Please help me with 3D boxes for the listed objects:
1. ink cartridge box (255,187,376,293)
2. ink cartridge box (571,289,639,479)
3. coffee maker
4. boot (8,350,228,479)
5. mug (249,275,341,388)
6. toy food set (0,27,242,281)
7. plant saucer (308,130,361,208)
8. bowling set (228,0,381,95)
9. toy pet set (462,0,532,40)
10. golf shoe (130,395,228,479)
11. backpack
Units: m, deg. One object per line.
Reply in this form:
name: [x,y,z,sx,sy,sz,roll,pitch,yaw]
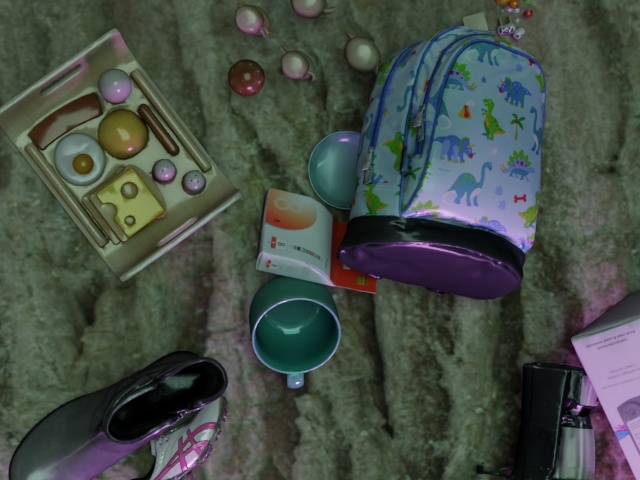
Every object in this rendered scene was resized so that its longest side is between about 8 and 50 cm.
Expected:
ink cartridge box: [0.000,0.000,1.856,0.179,0.045,0.145,10,42,-6]
ink cartridge box: [0.523,0.229,1.868,0.226,0.131,0.306,-26,90,-52]
coffee maker: [0.332,0.271,1.894,0.171,0.120,0.178,6,85,-8]
boot: [-0.290,0.254,1.748,0.338,0.223,0.118,-37,93,-9]
mug: [-0.047,0.124,1.852,0.129,0.097,0.157,28,113,-21]
toy food set: [-0.290,-0.122,1.837,0.220,0.092,0.306,-37,92,-9]
plant saucer: [0.039,-0.105,1.922,0.119,0.021,0.119,1,86,-8]
bowling set: [-0.063,-0.308,1.877,0.200,0.154,0.287,-39,94,10]
toy pet set: [0.273,-0.319,1.924,0.114,0.122,0.065,-14,81,10]
golf shoe: [-0.201,0.298,1.838,0.086,0.067,0.186,31,83,-4]
backpack: [0.190,-0.128,1.835,0.290,0.273,0.355,17,61,-26]
